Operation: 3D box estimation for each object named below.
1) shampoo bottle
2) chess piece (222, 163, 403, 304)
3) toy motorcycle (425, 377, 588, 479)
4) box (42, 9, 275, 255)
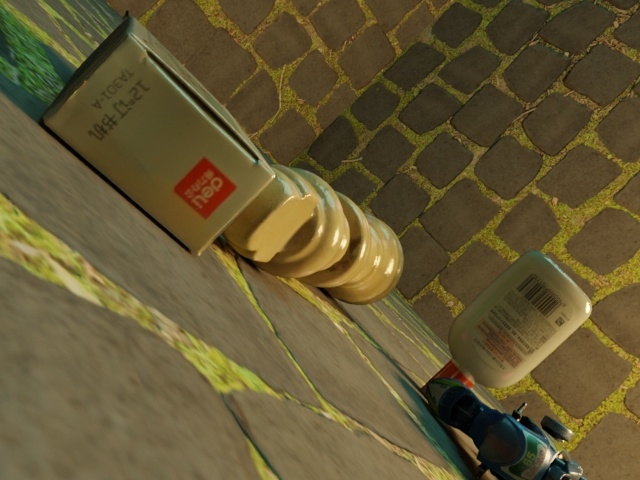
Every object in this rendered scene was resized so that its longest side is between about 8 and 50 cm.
[{"bbox_3d":[0.214,0.119,0.857,0.108,0.221,0.051,46,5,5],"label":"shampoo bottle"},{"bbox_3d":[0.000,0.000,0.717,0.117,0.117,0.397,46,5,15],"label":"chess piece"},{"bbox_3d":[0.187,0.202,0.711,0.135,0.092,0.254,35,-2,-17],"label":"toy motorcycle"},{"bbox_3d":[-0.127,-0.098,0.553,0.135,0.079,0.269,44,4,-23],"label":"box"}]
